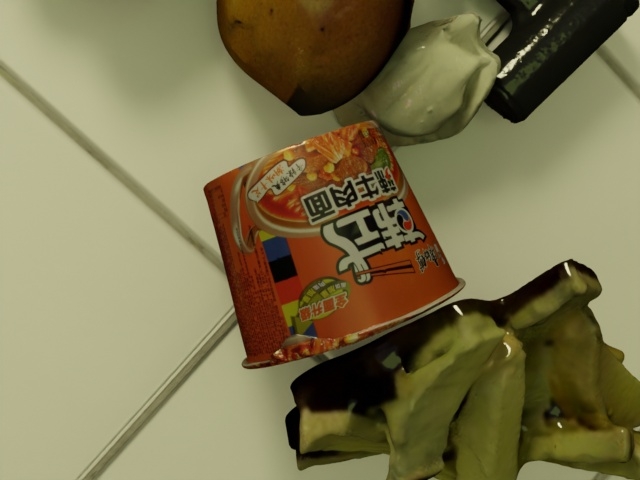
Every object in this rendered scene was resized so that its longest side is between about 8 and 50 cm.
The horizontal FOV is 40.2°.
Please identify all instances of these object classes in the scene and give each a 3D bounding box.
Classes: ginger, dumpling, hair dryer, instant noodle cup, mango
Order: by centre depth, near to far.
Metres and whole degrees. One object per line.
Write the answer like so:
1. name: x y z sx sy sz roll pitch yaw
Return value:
1. ginger: 0.177 0.195 0.883 0.413 0.358 0.211 -17 65 -4
2. mango: 0.006 -0.275 0.884 0.201 0.153 0.287 10 113 -13
3. instant noodle cup: 0.000 0.000 0.910 0.250 0.250 0.192 -22 92 -8
4. dumpling: 0.111 -0.168 0.968 0.199 0.118 0.136 -33 108 33
5. hair dryer: 0.209 -0.284 1.002 0.251 0.089 0.197 44 89 -3
